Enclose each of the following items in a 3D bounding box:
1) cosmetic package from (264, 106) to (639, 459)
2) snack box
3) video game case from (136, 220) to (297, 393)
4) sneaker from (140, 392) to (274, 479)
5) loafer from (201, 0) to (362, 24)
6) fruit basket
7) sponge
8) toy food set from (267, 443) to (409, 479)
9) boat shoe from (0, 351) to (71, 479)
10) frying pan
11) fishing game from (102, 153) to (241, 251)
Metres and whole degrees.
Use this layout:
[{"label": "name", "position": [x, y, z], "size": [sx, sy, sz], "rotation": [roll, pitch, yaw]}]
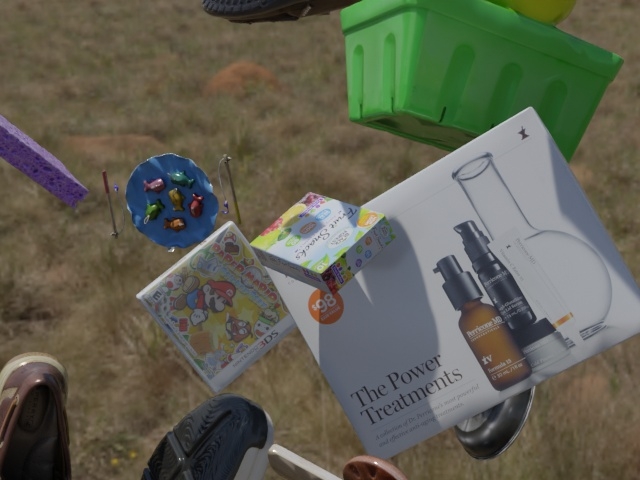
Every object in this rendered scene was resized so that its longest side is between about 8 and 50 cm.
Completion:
[{"label": "cosmetic package", "position": [0.162, 0.058, 1.109], "size": [0.377, 0.284, 0.097], "rotation": [-31, -6, 16]}, {"label": "snack box", "position": [0.000, 0.000, 1.016], "size": [0.100, 0.037, 0.141], "rotation": [-43, 34, -20]}, {"label": "video game case", "position": [-0.168, 0.117, 1.584], "size": [0.206, 0.227, 0.026], "rotation": [-40, 19, -13]}, {"label": "sneaker", "position": [-0.107, 0.395, 1.152], "size": [0.257, 0.448, 0.169], "rotation": [16, 19, -30]}, {"label": "loafer", "position": [-0.033, -0.399, 1.465], "size": [0.365, 0.134, 0.130], "rotation": [5, -11, 34]}, {"label": "fruit basket", "position": [0.242, -0.315, 1.316], "size": [0.392, 0.392, 0.283], "rotation": [-10, 6, -24]}, {"label": "sponge", "position": [-0.358, -0.120, 1.018], "size": [0.031, 0.210, 0.117], "rotation": [-50, 37, -2]}, {"label": "toy food set", "position": [0.044, 0.195, 0.568], "size": [0.128, 0.218, 0.071], "rotation": [19, 44, 25]}, {"label": "boat shoe", "position": [-0.372, 0.320, 1.159], "size": [0.123, 0.342, 0.123], "rotation": [9, 6, -26]}, {"label": "frying pan", "position": [0.289, 0.194, 1.374], "size": [0.053, 0.326, 0.197], "rotation": [21, 36, -18]}, {"label": "fishing game", "position": [-0.283, -0.068, 1.723], "size": [0.264, 0.189, 0.041], "rotation": [-2, 18, 11]}]
